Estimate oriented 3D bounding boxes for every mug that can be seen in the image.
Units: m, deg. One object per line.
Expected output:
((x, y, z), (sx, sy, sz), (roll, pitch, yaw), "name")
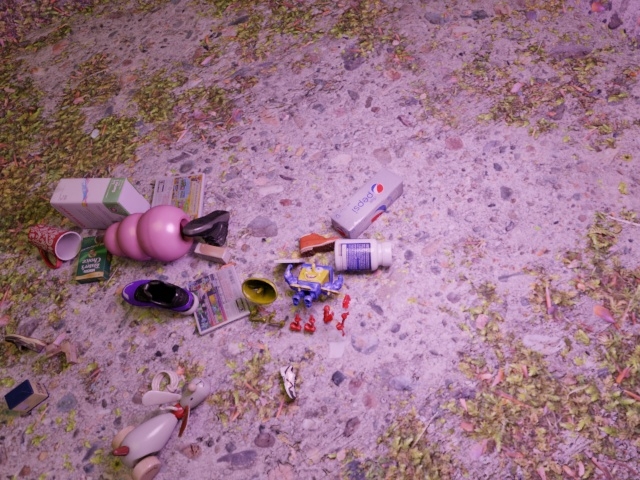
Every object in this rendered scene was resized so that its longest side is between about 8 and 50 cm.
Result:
((-1.034, 0.014, 1.720), (0.170, 0.113, 0.150), (17, 64, 20), "mug")

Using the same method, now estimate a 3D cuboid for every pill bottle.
((0.145, 0.047, 1.522), (0.187, 0.112, 0.111), (-1, 62, 8), "pill bottle")

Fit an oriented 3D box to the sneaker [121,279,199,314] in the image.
((-0.572, 0.174, 1.531), (0.294, 0.146, 0.102), (5, 69, 18), "sneaker")

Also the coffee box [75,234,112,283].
((-0.852, 0.068, 1.700), (0.113, 0.040, 0.184), (-7, 61, 5), "coffee box")

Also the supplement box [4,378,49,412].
((-0.953, 0.506, 1.459), (0.083, 0.083, 0.056), (-37, 63, -11), "supplement box")

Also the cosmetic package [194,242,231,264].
((-0.391, 0.047, 1.632), (0.115, 0.060, 0.041), (12, 66, 13), "cosmetic package")

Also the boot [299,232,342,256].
((0.000, 0.000, 1.602), (0.158, 0.059, 0.084), (-12, 56, 3), "boot")

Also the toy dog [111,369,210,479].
((-0.488, 0.540, 1.328), (0.221, 0.161, 0.333), (15, 66, 16), "toy dog")

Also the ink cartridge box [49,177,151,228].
((-0.831, -0.138, 1.715), (0.279, 0.201, 0.116), (1, 62, 10), "ink cartridge box")

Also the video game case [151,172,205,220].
((-0.568, -0.162, 1.790), (0.207, 0.026, 0.226), (-6, 61, 6), "video game case")

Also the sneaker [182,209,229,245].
((-0.401, -0.024, 1.606), (0.087, 0.227, 0.130), (8, 108, 18), "sneaker")

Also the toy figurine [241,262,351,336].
((-0.052, 0.162, 1.508), (0.363, 0.191, 0.217), (5, 33, 19), "toy figurine")

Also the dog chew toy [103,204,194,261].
((-0.634, -0.016, 1.630), (0.333, 0.206, 0.206), (-7, 61, 13), "dog chew toy")

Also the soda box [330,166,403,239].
((0.172, -0.130, 1.623), (0.098, 0.091, 0.286), (39, 74, 25), "soda box")

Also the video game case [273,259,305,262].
((-0.105, 0.071, 1.545), (0.087, 0.122, 0.011), (-2, 87, 8), "video game case")

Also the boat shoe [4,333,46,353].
((-1.037, 0.360, 1.566), (0.153, 0.056, 0.049), (6, 58, 11), "boat shoe")

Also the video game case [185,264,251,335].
((-0.358, 0.205, 1.565), (0.184, 0.023, 0.201), (-23, 62, -4), "video game case")

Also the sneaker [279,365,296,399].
((-0.092, 0.438, 1.392), (0.044, 0.040, 0.109), (-19, 62, -4), "sneaker")

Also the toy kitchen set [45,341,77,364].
((-0.886, 0.392, 1.519), (0.083, 0.068, 0.075), (-26, 62, -5), "toy kitchen set")
